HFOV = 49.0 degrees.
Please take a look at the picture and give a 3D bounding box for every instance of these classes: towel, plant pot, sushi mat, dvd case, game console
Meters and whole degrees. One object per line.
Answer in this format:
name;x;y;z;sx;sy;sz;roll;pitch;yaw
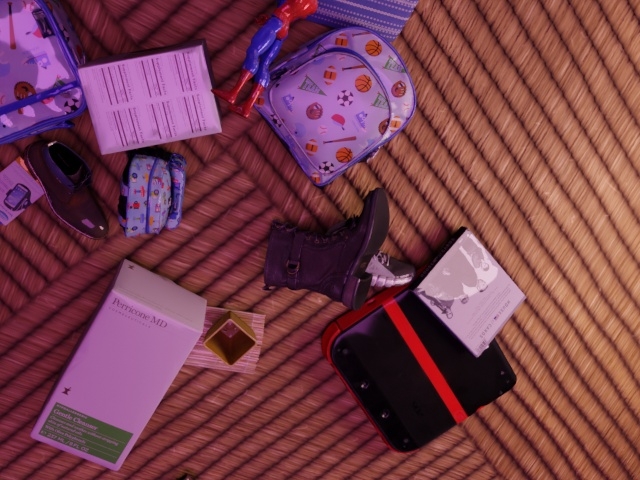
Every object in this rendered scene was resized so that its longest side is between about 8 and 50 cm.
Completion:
towel;0.076;-0.483;1.177;0.243;0.040;0.336;12;150;-13
plant pot;-0.184;0.192;1.441;0.081;0.083;0.081;-43;109;10
sushi mat;-0.280;0.199;1.488;0.317;0.019;0.151;10;109;-11
dvd case;0.317;0.112;1.499;0.179;0.029;0.238;-48;116;-8
game console;0.222;0.270;1.572;0.342;0.060;0.386;-34;112;-1

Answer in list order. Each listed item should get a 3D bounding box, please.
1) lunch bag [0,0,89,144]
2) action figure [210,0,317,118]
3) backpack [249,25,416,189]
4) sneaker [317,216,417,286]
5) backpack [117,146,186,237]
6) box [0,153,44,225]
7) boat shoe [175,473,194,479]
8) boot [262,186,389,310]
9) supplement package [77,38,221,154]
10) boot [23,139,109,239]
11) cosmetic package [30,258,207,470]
lunch bag;-0.548;-0.286;1.220;0.303;0.115;0.243;-18;110;4
action figure;-0.107;-0.359;1.180;0.139;0.091;0.280;32;86;25
backpack;0.033;-0.257;1.268;0.263;0.213;0.276;-37;110;1
sneaker;0.094;0.019;1.442;0.229;0.086;0.132;4;107;-8
backpack;-0.313;-0.083;1.298;0.117;0.173;0.158;7;108;-10
box;-0.588;-0.091;1.336;0.136;0.028;0.081;-36;111;8
boat shoe;-0.373;0.599;1.596;0.207;0.073;0.073;-29;110;-4
boot;0.000;0.000;1.375;0.229;0.091;0.262;18;92;25
supplement package;-0.286;-0.257;1.227;0.203;0.194;0.149;-12;110;-4
boot;-0.458;-0.092;1.300;0.082;0.106;0.219;-47;113;-29
cosmetic package;-0.397;0.248;1.400;0.197;0.155;0.365;27;107;-15
